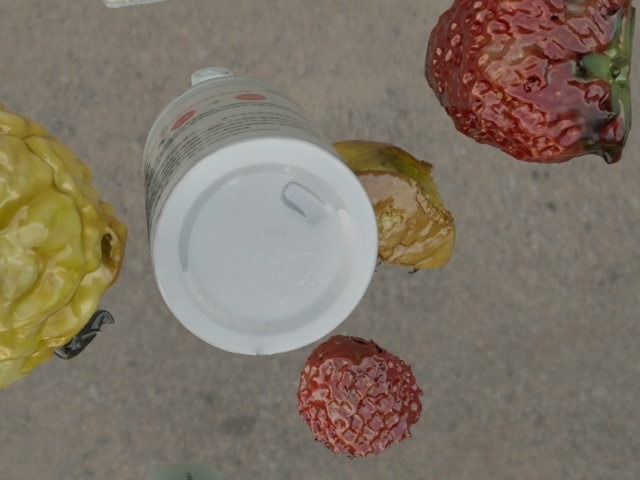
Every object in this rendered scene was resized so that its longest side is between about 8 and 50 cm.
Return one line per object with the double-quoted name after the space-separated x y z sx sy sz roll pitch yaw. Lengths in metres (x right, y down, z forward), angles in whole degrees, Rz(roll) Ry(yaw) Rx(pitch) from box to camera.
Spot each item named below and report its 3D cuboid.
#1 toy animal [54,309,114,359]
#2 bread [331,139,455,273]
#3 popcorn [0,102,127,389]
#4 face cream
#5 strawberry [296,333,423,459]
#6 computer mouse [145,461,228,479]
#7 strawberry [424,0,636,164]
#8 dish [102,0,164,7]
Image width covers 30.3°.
-0.500 0.126 2.174 0.245 0.146 0.114 25 163 -16 "toy animal"
0.072 -0.058 1.605 0.261 0.160 0.147 12 125 -14 "bread"
-0.402 -0.016 1.309 0.349 0.381 0.349 -11 142 -9 "popcorn"
-0.061 -0.050 0.894 0.145 0.369 0.145 -3 108 -8 "face cream"
0.066 0.229 2.003 0.234 0.234 0.178 1 139 3 "strawberry"
-0.162 0.371 1.481 0.128 0.231 0.079 -2 133 -16 "computer mouse"
0.284 -0.254 1.647 0.310 0.291 0.291 7 125 14 "strawberry"
-0.252 -0.380 1.668 0.154 0.234 0.064 -7 113 0 "dish"
